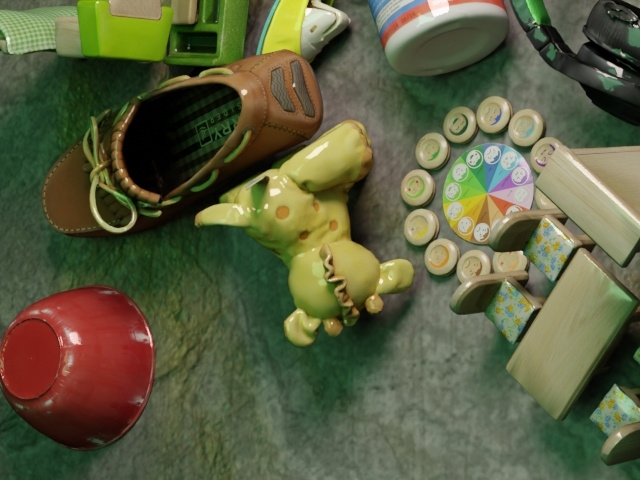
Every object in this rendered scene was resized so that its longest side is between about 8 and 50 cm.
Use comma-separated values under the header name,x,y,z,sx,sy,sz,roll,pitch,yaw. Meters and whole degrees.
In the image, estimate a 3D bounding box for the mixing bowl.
name,x,y,z,sx,sy,sz,roll,pitch,yaw
mixing bowl,-0.276,0.129,1.990,0.181,0.098,0.182,-8,76,32

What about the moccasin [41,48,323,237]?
name,x,y,z,sx,sy,sz,roll,pitch,yaw
moccasin,-0.167,-0.085,1.904,0.380,0.147,0.139,-15,88,44

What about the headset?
name,x,y,z,sx,sy,sz,roll,pitch,yaw
headset,0.316,-0.192,1.605,0.243,0.185,0.394,-43,78,20

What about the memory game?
name,x,y,z,sx,sy,sz,roll,pitch,yaw
memory game,0.155,-0.045,1.788,0.186,0.012,0.186,-7,77,32

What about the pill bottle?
name,x,y,z,sx,sy,sz,roll,pitch,yaw
pill bottle,0.094,-0.281,1.806,0.124,0.124,0.222,-27,68,27

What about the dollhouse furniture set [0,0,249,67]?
name,x,y,z,sx,sy,sz,roll,pitch,yaw
dollhouse furniture set,-0.239,-0.262,1.941,0.301,0.197,0.151,8,96,47

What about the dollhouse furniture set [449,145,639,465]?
name,x,y,z,sx,sy,sz,roll,pitch,yaw
dollhouse furniture set,0.226,0.044,1.602,0.212,0.161,0.242,46,122,30

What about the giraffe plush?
name,x,y,z,sx,sy,sz,roll,pitch,yaw
giraffe plush,0.000,0.000,1.807,0.181,0.210,0.170,-29,95,22

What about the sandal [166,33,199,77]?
name,x,y,z,sx,sy,sz,roll,pitch,yaw
sandal,-0.116,-0.252,1.986,0.067,0.040,0.179,35,112,44

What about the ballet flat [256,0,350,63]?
name,x,y,z,sx,sy,sz,roll,pitch,yaw
ballet flat,0.001,-0.253,1.898,0.077,0.077,0.231,19,90,21
